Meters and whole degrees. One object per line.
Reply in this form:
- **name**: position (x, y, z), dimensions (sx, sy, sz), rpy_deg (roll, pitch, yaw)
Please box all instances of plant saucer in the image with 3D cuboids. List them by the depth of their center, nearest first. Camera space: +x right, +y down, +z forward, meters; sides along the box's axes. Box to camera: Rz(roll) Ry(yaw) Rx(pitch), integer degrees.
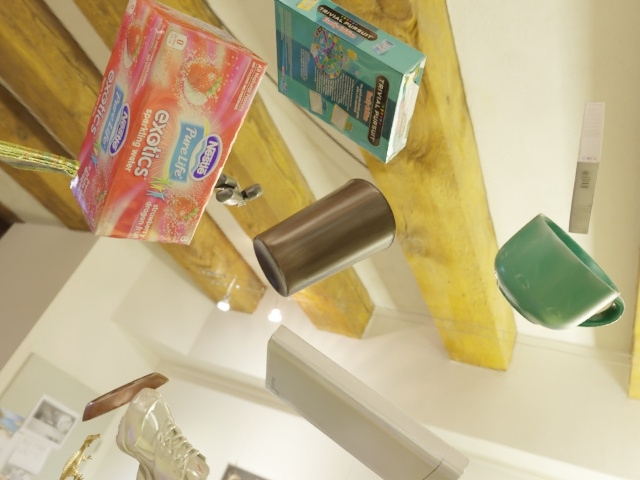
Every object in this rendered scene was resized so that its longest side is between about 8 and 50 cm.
- **plant saucer**: position (-0.371, 0.290, 1.020), dimensions (0.168, 0.168, 0.029), rpy_deg (-28, -94, 55)

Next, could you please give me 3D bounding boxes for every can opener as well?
- **can opener**: position (-0.211, -0.138, 1.400), dimensions (0.283, 0.095, 0.076), rpy_deg (-90, 157, -88)

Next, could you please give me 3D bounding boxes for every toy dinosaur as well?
- **toy dinosaur**: position (-0.585, 0.534, 1.261), dimensions (0.053, 0.183, 0.093), rpy_deg (23, -33, 6)

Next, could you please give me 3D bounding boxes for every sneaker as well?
- **sneaker**: position (-0.211, 0.303, 0.775), dimensions (0.115, 0.090, 0.232), rpy_deg (11, -51, 20)

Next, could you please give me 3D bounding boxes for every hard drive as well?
- **hard drive**: position (0.056, 0.305, 0.922), dimensions (0.353, 0.047, 0.233), rpy_deg (33, -32, 16)

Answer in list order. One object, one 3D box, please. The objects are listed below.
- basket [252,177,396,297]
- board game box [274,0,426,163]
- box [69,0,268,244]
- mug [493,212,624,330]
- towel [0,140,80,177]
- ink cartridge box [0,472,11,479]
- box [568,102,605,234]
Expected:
- **basket**: position (0.000, 0.000, 1.023), dimensions (0.154, 0.227, 0.204), rpy_deg (61, -22, 1)
- **board game box**: position (0.049, -0.356, 1.163), dimensions (0.336, 0.079, 0.254), rpy_deg (38, -26, 19)
- **box**: position (-0.220, -0.157, 0.756), dimensions (0.154, 0.300, 0.142), rpy_deg (8, 29, -44)
- **mug**: position (0.287, 0.055, 0.658), dimensions (0.097, 0.129, 0.158), rpy_deg (-46, -108, 23)
- **towel**: position (-0.356, -0.093, 0.530), dimensions (0.102, 0.021, 0.237), rpy_deg (6, -1, 13)
- **ink cartridge box**: position (-0.738, 0.458, 1.010), dimensions (0.311, 0.065, 0.186), rpy_deg (12, 0, 24)
- **box**: position (0.736, -0.205, 1.491), dimensions (0.058, 0.322, 0.232), rpy_deg (9, -47, 25)
